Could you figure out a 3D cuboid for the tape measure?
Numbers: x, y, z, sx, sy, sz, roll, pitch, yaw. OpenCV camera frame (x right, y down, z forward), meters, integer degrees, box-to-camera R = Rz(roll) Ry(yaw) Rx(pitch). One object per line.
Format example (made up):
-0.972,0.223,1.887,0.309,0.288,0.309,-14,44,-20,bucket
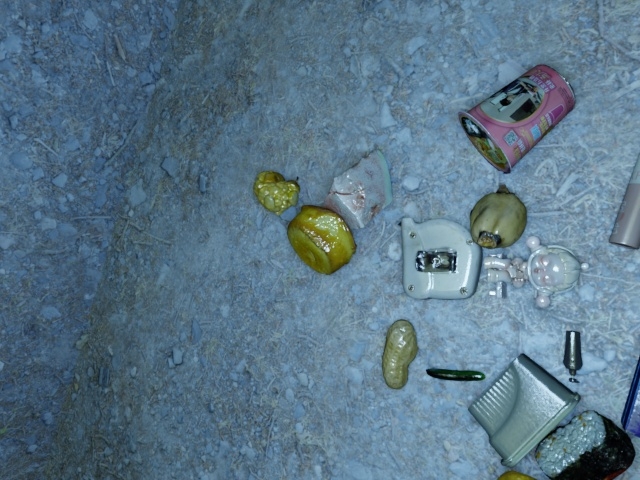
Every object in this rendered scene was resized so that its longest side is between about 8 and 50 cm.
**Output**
0.364,0.055,1.348,0.264,0.130,0.259,-4,79,29,tape measure

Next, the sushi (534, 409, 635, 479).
0.661,0.538,1.095,0.126,0.136,0.225,31,120,6,sushi

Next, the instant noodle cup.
0.570,-0.358,1.244,0.255,0.244,0.244,-38,67,11,instant noodle cup

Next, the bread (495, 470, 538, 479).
0.590,0.739,1.035,0.394,0.250,0.361,24,129,32,bread

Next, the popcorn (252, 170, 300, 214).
-0.177,-0.178,1.678,0.194,0.140,0.163,22,64,19,popcorn

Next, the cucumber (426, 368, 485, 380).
0.412,0.414,1.327,0.184,0.033,0.036,-7,98,30,cucumber

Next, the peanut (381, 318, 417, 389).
0.254,0.366,1.386,0.108,0.095,0.226,13,90,34,peanut

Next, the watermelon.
0.109,-0.162,1.479,0.310,0.232,0.193,-31,106,12,watermelon

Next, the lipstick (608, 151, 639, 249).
0.837,-0.107,1.134,0.070,0.070,0.255,19,93,30,lipstick

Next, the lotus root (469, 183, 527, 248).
0.507,-0.055,1.248,0.154,0.257,0.140,5,125,35,lotus root

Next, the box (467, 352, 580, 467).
0.548,0.463,1.195,0.274,0.138,0.178,-51,57,11,box

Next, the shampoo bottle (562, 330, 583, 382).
0.692,0.318,1.184,0.048,0.027,0.137,1,84,32,shampoo bottle

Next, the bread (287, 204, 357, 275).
0.000,0.000,1.502,0.268,0.269,0.145,36,62,28,bread

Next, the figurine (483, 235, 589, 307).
0.605,0.094,1.211,0.256,0.144,0.182,-3,61,31,figurine

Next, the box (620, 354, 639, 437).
0.899,0.367,1.015,0.261,0.116,0.279,16,90,31,box
